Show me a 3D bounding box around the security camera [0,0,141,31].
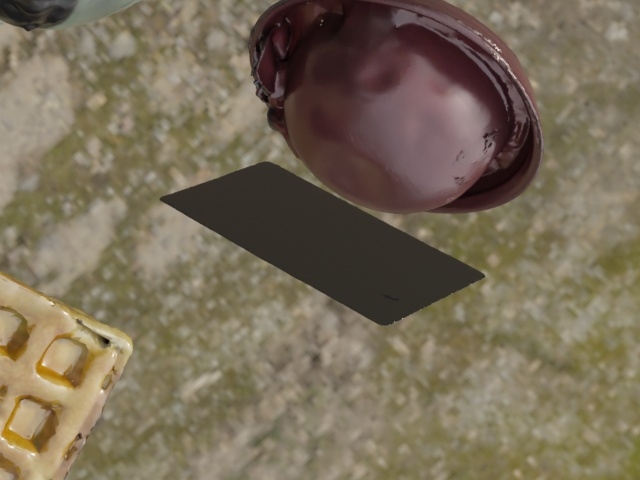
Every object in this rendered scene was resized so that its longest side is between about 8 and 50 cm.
[{"bbox_3d":[-0.166,-0.200,0.930,0.191,0.277,0.197,-31,118,-37],"label":"security camera"}]

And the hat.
[{"bbox_3d":[0.041,-0.075,1.078,0.205,0.205,0.089,74,35,-49],"label":"hat"}]

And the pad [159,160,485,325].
[{"bbox_3d":[0.000,-0.001,1.515,0.159,0.265,0.009,-21,131,-48],"label":"pad"}]

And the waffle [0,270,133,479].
[{"bbox_3d":[-0.286,0.147,1.077,0.213,0.091,0.308,30,84,-26],"label":"waffle"}]
